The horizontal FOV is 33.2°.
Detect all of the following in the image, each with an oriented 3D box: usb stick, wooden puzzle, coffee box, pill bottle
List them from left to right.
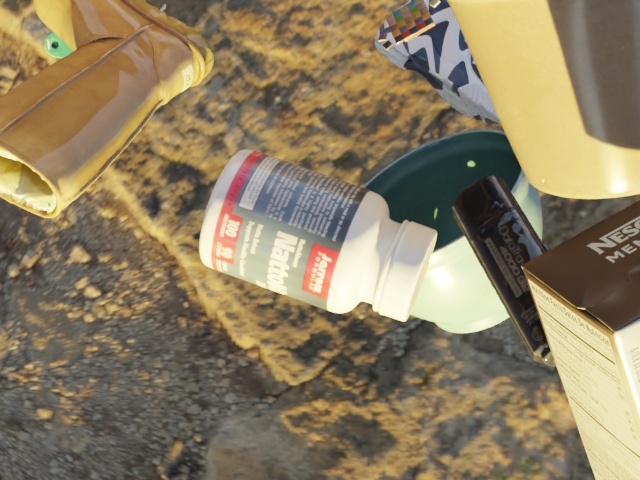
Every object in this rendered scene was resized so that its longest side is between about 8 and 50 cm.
[{"bbox_3d":[0.000,0.000,0.898,0.180,0.108,0.108,19,75,10],"label":"pill bottle"},{"bbox_3d":[0.103,-0.255,1.247,0.083,0.006,0.049,-27,52,14],"label":"wooden puzzle"},{"bbox_3d":[0.227,0.027,1.237,0.077,0.278,0.045,-36,133,13],"label":"usb stick"},{"bbox_3d":[0.235,0.097,0.645,0.141,0.098,0.246,-28,118,-9],"label":"coffee box"}]

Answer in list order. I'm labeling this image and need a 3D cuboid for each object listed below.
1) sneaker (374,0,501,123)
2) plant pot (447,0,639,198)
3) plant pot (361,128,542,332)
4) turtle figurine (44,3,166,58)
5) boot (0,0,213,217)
[{"bbox_3d":[0.213,-0.289,1.590,0.235,0.094,0.153,34,84,6],"label":"sneaker"},{"bbox_3d":[0.223,-0.164,0.840,0.263,0.263,0.229,-23,111,-22],"label":"plant pot"},{"bbox_3d":[0.197,0.007,1.534,0.293,0.293,0.196,-45,119,-20],"label":"plant pot"},{"bbox_3d":[-0.301,-0.308,1.417,0.118,0.234,0.175,-34,97,21],"label":"turtle figurine"},{"bbox_3d":[-0.267,-0.163,1.068,0.236,0.089,0.269,25,47,18],"label":"boot"}]
